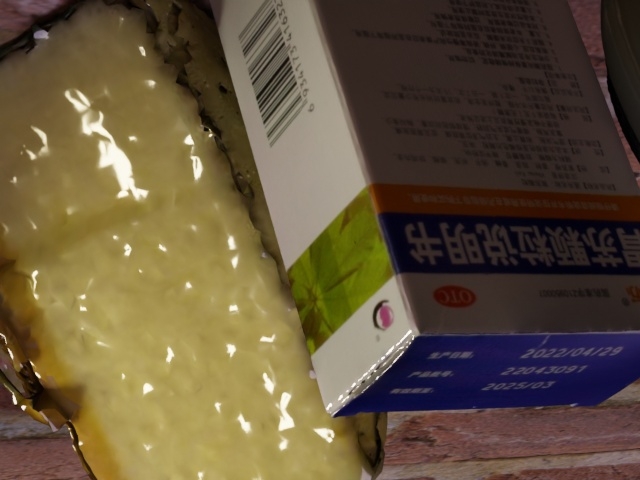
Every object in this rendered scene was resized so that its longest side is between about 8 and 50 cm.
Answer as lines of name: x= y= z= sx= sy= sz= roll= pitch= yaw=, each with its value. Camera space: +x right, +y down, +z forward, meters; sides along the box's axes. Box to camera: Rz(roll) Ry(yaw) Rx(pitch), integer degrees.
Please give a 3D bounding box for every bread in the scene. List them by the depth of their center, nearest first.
bread: x=-0.116 y=0.032 z=1.243 sx=0.248 sy=0.315 sz=0.279 roll=-28 pitch=143 yaw=23

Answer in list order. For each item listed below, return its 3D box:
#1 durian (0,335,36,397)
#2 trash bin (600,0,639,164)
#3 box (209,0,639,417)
durian: x=-0.221 y=0.085 z=1.552 sx=0.140 sy=0.078 sz=0.224 roll=-23 pitch=156 yaw=17
trash bin: x=0.375 y=-0.155 z=1.150 sx=0.280 sy=0.280 sz=0.432 roll=11 pitch=142 yaw=-45
box: x=0.071 y=-0.052 z=1.148 sx=0.200 sy=0.299 sz=0.106 roll=1 pitch=150 yaw=-33
